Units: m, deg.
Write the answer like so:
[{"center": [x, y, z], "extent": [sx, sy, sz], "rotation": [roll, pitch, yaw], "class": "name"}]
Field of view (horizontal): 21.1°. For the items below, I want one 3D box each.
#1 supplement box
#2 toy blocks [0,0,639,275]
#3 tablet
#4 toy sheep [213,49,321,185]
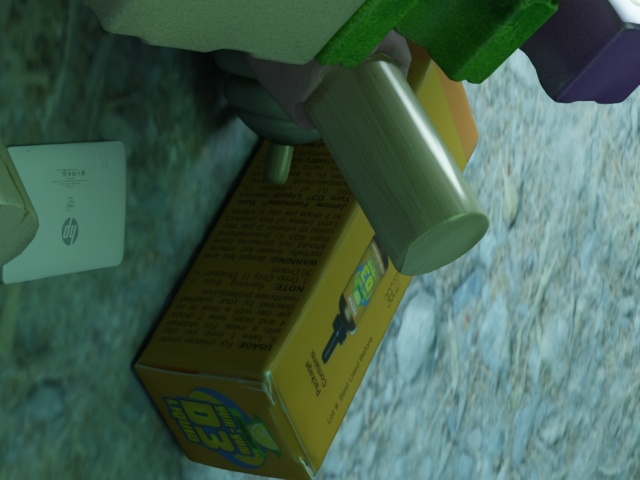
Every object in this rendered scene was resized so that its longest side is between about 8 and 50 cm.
[{"center": [0.000, 0.000, 0.828], "extent": [0.233, 0.080, 0.078], "rotation": [-64, 145, -38], "class": "supplement box"}, {"center": [-0.009, -0.173, 0.571], "extent": [0.289, 0.309, 0.260], "rotation": [1, 52, -47], "class": "toy blocks"}, {"center": [-0.104, -0.013, 0.702], "extent": [0.083, 0.006, 0.054], "rotation": [-10, 103, -61], "class": "tablet"}, {"center": [-0.009, -0.090, 0.790], "extent": [0.091, 0.091, 0.132], "rotation": [-12, 110, -61], "class": "toy sheep"}]
